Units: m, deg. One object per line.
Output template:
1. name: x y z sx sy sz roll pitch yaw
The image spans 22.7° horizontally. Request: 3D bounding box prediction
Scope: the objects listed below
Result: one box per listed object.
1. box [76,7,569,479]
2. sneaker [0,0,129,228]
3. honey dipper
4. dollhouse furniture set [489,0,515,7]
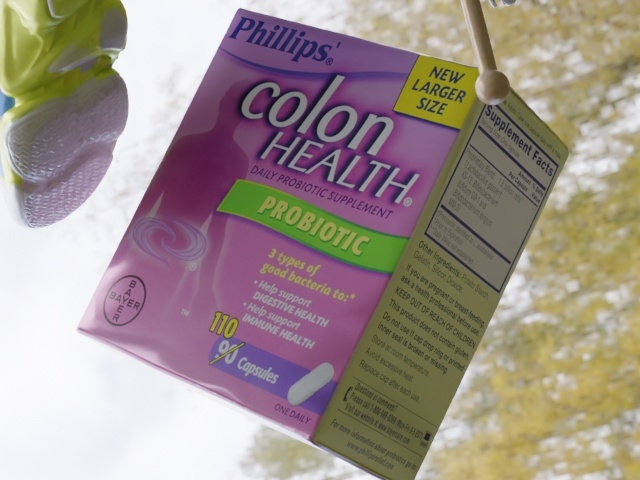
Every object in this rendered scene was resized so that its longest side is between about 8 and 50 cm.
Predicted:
1. box: 0.000 0.000 1.011 0.117 0.213 0.243 36 -102 -50
2. sneaker: -0.188 -0.131 1.035 0.091 0.126 0.240 -16 -49 -45
3. honey dipper: 0.076 -0.142 0.846 0.030 0.030 0.161 14 -124 -47
4. dollhouse furniture set: 0.076 -0.186 0.994 0.114 0.091 0.081 37 -150 -64
